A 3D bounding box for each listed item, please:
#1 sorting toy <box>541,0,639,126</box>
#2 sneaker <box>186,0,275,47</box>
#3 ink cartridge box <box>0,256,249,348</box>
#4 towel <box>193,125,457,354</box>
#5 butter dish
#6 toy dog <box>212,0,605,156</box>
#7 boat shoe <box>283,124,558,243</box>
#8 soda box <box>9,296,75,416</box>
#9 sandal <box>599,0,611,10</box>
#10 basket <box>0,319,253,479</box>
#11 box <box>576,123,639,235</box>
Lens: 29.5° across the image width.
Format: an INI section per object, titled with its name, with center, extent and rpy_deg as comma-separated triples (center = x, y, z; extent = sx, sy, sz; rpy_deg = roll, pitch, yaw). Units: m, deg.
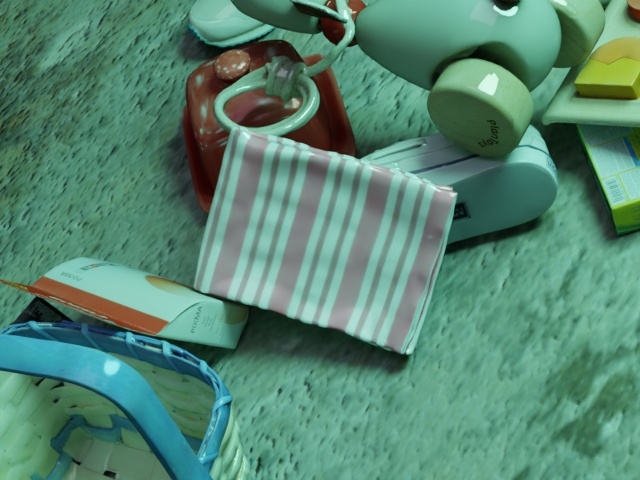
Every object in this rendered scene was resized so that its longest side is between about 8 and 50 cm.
[sorting toy]
center = 0.297, -0.170, 0.997
extent = 0.208, 0.038, 0.193
rpy_deg = 6, 55, 48
[sneaker]
center = -0.049, -0.291, 1.264
extent = 0.228, 0.092, 0.087
rpy_deg = -38, 53, -8
[ink cartridge box]
center = -0.166, 0.042, 1.006
extent = 0.145, 0.179, 0.045
rpy_deg = 17, 86, 30
[towel]
center = 0.000, 0.000, 0.983
extent = 0.197, 0.029, 0.144
rpy_deg = 17, 103, 10
[butter dish]
center = -0.065, -0.129, 1.132
extent = 0.159, 0.118, 0.160
rpy_deg = -20, 51, 7
[toy dog]
center = 0.064, -0.199, 0.993
extent = 0.333, 0.161, 0.220
rpy_deg = 5, 54, 11
[boat shoe]
center = 0.071, -0.040, 1.043
extent = 0.258, 0.095, 0.084
rpy_deg = -9, 41, 6
[soda box]
center = -0.267, 0.130, 1.006
extent = 0.053, 0.060, 0.169
rpy_deg = 36, 66, 5
[sandal]
center = 0.311, -0.252, 1.126
extent = 0.180, 0.049, 0.072
rpy_deg = -2, 54, 20
[basket]
center = -0.182, 0.146, 0.858
extent = 0.254, 0.289, 0.201
rpy_deg = 8, 53, 29
[box]
center = 0.313, -0.080, 1.003
extent = 0.179, 0.043, 0.105
rpy_deg = -19, 50, 10
